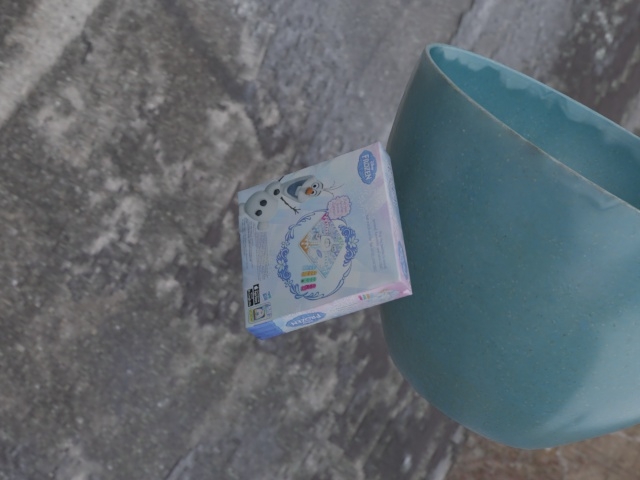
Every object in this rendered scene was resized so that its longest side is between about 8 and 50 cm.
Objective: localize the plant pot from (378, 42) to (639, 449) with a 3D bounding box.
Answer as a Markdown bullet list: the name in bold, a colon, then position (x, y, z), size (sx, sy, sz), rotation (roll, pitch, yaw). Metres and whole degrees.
- **plant pot**: position (0.150, 0.024, 0.728), size (0.290, 0.290, 0.195), rotation (2, 122, -53)

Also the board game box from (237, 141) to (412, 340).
- **board game box**: position (0.000, 0.000, 0.586), size (0.020, 0.090, 0.090), rotation (46, 32, -51)
